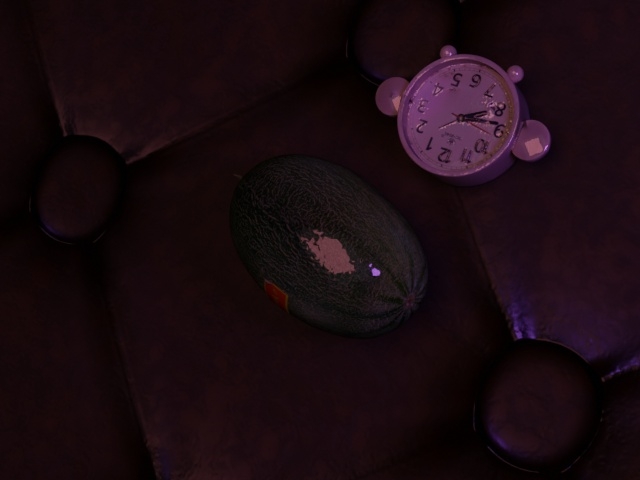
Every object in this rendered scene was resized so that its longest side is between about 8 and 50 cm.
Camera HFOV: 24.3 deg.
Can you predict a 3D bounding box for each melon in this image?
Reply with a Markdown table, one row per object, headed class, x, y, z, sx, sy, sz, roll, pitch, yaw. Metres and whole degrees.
| class | x | y | z | sx | sy | sz | roll | pitch | yaw |
| --- | --- | --- | --- | --- | --- | --- | --- | --- | --- |
| melon | 0.000 | 0.000 | 1.761 | 0.288 | 0.182 | 0.182 | 42 | 98 | 25 |

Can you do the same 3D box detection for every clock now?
| class | x | y | z | sx | sy | sz | roll | pitch | yaw |
| --- | --- | --- | --- | --- | --- | --- | --- | --- | --- |
| clock | 0.173 | -0.145 | 1.780 | 0.229 | 0.063 | 0.155 | 19 | 85 | 23 |
